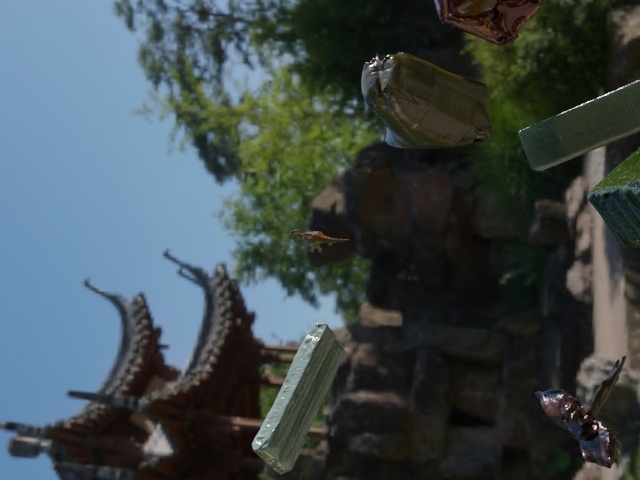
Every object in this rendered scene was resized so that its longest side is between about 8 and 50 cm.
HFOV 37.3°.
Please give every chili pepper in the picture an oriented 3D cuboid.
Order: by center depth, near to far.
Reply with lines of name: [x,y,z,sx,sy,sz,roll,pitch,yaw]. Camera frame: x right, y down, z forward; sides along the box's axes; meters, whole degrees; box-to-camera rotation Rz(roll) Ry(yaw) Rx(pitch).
chili pepper: [0.223,-0.371,1.386,0.253,0.144,0.136,-100,-3,-65]

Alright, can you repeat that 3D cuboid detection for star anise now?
star anise: [0.402,0.238,1.360,0.144,0.158,0.140,-49,-14,2]

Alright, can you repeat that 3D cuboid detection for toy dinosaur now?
toy dinosaur: [0.001,0.001,1.463,0.026,0.113,0.041,-62,-37,-23]

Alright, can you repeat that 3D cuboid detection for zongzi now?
zongzi: [0.134,-0.242,1.779,0.274,0.300,0.145,15,-106,-36]

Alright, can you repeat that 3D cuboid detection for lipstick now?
lipstick: [0.445,-0.187,1.350,0.068,0.317,0.066,-8,-102,-62]

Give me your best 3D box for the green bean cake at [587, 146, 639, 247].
green bean cake: [0.813,-0.121,2.146,0.218,0.319,0.335,52,175,-4]

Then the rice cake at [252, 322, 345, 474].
rice cake: [-0.029,0.239,1.447,0.085,0.040,0.226,51,-124,-42]
